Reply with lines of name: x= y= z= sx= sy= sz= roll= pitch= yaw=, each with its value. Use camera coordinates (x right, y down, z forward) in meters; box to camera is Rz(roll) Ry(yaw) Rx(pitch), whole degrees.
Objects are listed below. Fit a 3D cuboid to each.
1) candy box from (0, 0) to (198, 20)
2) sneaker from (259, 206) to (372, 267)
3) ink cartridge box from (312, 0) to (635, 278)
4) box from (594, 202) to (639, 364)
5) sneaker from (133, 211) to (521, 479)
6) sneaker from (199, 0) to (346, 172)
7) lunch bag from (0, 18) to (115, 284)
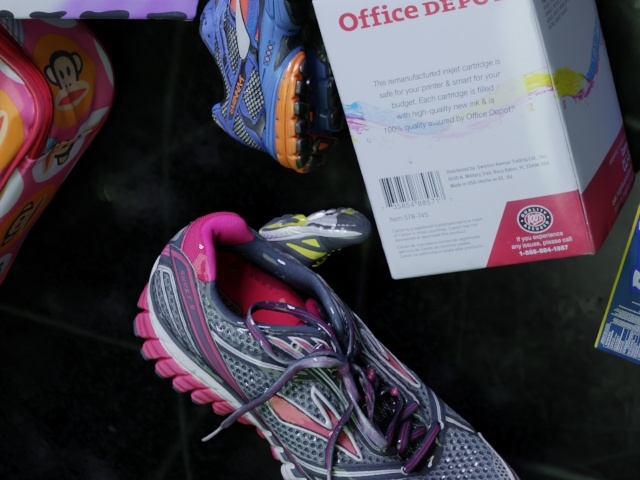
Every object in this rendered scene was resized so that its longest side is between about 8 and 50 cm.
candy box: x=-0.162 y=-0.218 z=0.952 sx=0.070 sy=0.196 sz=0.165 roll=51 pitch=135 yaw=47
sneaker: x=0.000 y=0.000 z=1.080 sx=0.083 sy=0.031 sz=0.035 roll=-1 pitch=119 yaw=33
ink cartridge box: x=0.094 y=-0.087 z=0.938 sx=0.128 sy=0.127 sz=0.176 roll=-7 pitch=110 yaw=26
box: x=0.216 y=-0.009 z=0.963 sx=0.054 sy=0.059 sz=0.169 roll=20 pitch=119 yaw=13
sneaker: x=0.008 y=0.103 z=1.053 sx=0.299 sy=0.121 sz=0.112 roll=36 pitch=141 yaw=4
sneaker: x=-0.038 y=-0.150 z=0.998 sx=0.087 sy=0.083 sz=0.221 roll=12 pitch=114 yaw=27
lunch bag: x=-0.307 y=-0.087 z=1.124 sx=0.258 sy=0.120 sz=0.293 roll=40 pitch=121 yaw=7
